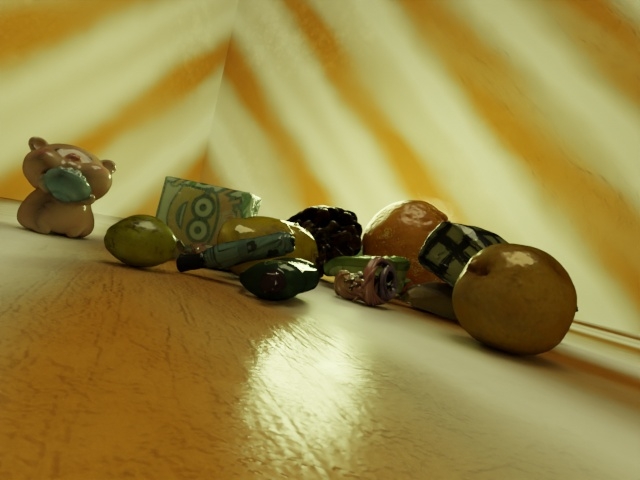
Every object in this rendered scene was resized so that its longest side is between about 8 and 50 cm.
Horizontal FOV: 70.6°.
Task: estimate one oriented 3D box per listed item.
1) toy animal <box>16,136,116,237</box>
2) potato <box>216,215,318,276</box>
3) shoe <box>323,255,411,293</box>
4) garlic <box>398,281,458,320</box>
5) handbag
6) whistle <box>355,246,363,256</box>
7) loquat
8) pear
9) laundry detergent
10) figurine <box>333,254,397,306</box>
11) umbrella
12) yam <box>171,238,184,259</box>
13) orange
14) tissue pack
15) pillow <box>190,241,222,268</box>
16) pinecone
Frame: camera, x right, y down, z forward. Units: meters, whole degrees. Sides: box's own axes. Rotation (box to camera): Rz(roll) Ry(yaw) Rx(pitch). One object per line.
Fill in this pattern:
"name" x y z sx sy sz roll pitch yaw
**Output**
"toy animal" -0.653 -0.121 1.160 0.209 0.221 0.230 14 26 -33
"potato" -0.125 0.020 1.117 0.300 0.140 0.173 3 44 -49
"shoe" 0.125 0.093 1.283 0.262 0.128 0.140 -5 -17 28
"garlic" 0.315 0.157 1.208 0.195 0.087 0.101 15 14 38
"handbag" 0.453 0.101 1.139 0.325 0.163 0.327 7 34 -52
"whistle" 0.173 0.084 1.837 0.404 0.168 0.188 12 0 35
"loquat" 0.346 0.105 0.818 0.207 0.208 0.208 12 0 0
"pear" -0.346 0.000 0.875 0.131 0.107 0.107 16 -1 -13
"laundry detergent" -0.085 0.073 0.850 0.144 0.078 0.221 3 1 11
"figurine" 0.104 0.107 1.078 0.156 0.114 0.126 -17 -42 14
"umbrella" -0.173 0.029 0.918 0.250 0.052 0.053 -12 32 6
"yam" -0.454 0.003 1.188 0.252 0.061 0.061 11 -1 36
"orange" 0.314 0.022 1.533 0.340 0.293 0.341 37 27 -23
"tissue pack" -0.366 -0.064 1.448 0.310 0.228 0.128 13 -1 13
"pillow" -0.278 0.046 1.223 0.135 0.049 0.248 11 4 -24
"pinecone" 0.001 0.006 1.516 0.298 0.242 0.296 -9 2 0
